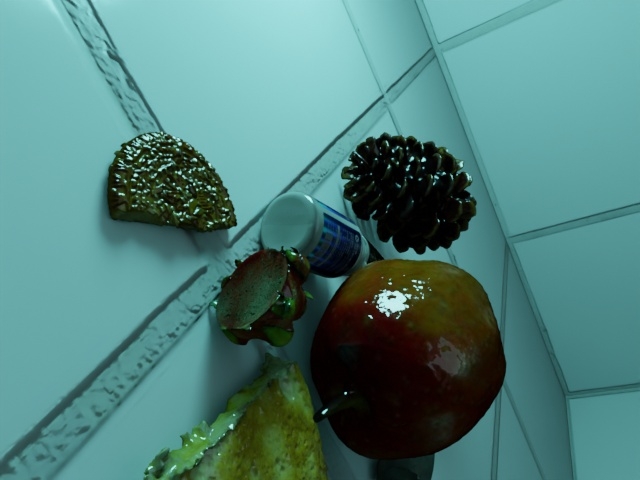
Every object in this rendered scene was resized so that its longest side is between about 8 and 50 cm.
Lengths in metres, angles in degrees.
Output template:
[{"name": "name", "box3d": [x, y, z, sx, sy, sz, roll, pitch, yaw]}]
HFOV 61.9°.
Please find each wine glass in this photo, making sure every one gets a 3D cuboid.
[{"name": "wine glass", "box3d": [0.117, 0.272, 0.985, 0.264, 0.096, 0.309, 43, 34, -6]}]

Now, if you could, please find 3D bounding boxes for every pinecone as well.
[{"name": "pinecone", "box3d": [0.168, -0.100, 1.093, 0.292, 0.246, 0.246, 20, 55, -34]}]

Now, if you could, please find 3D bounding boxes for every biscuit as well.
[{"name": "biscuit", "box3d": [-0.175, -0.071, 0.649, 0.206, 0.025, 0.125, 5, 70, -61]}]

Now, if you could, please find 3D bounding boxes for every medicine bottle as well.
[{"name": "medicine bottle", "box3d": [0.000, 0.000, 0.841, 0.191, 0.107, 0.106, 26, 53, -55]}]

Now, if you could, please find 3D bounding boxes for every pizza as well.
[{"name": "pizza", "box3d": [-0.089, 0.245, 0.584, 0.288, 0.075, 0.279, 30, 46, -51]}]

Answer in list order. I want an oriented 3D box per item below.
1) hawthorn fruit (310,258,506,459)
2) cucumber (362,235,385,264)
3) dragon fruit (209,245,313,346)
[{"name": "hawthorn fruit", "box3d": [0.099, 0.174, 0.763, 0.369, 0.285, 0.284, -23, 95, -51]}, {"name": "cucumber", "box3d": [0.082, 0.030, 1.040, 0.058, 0.052, 0.214, -54, 128, -14]}, {"name": "dragon fruit", "box3d": [-0.063, 0.067, 0.660, 0.142, 0.138, 0.175, 61, 8, 29]}]
